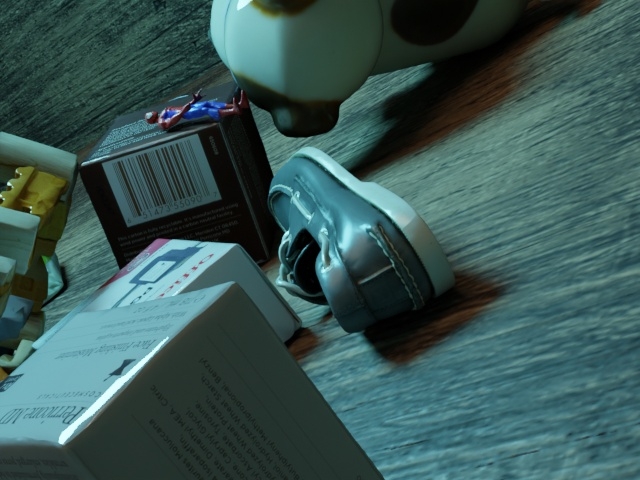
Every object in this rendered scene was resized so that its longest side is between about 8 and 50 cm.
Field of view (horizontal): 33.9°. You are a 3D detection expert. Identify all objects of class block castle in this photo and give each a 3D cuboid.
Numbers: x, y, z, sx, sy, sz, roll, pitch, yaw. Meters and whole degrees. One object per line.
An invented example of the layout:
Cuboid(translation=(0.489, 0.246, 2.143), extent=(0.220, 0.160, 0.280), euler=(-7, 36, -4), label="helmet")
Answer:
Cuboid(translation=(-0.404, 0.086, 1.003), extent=(0.453, 0.213, 0.303), euler=(-84, 11, -60), label="block castle")

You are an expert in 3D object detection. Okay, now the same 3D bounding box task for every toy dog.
Cuboid(translation=(0.050, -0.277, 1.277), extent=(0.395, 0.284, 0.408), euler=(31, 46, 33), label="toy dog")

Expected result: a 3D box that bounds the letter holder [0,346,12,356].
Cuboid(translation=(-0.548, 0.192, 1.385), extent=(0.214, 0.152, 0.302), euler=(-38, 17, -1), label="letter holder")

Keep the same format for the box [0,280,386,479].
Cuboid(translation=(-0.078, 0.133, 0.560), extent=(0.181, 0.182, 0.119), euler=(-14, 27, 51), label="box")

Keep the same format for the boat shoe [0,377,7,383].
Cuboid(translation=(-0.246, 0.215, 0.848), extent=(0.094, 0.109, 0.302), euler=(-14, 32, 17), label="boat shoe")

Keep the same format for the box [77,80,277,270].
Cuboid(translation=(-0.152, -0.064, 1.210), extent=(0.168, 0.167, 0.203), euler=(-16, 20, 9), label="box")

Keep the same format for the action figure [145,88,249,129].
Cuboid(translation=(-0.133, -0.136, 1.098), extent=(0.115, 0.030, 0.038), euler=(-10, 26, 23), label="action figure")

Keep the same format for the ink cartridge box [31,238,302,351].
Cuboid(translation=(-0.149, 0.087, 0.966), extent=(0.172, 0.100, 0.237), euler=(-42, 18, -19), label="ink cartridge box")

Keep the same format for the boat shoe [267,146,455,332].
Cuboid(translation=(0.000, 0.000, 0.892), extent=(0.099, 0.116, 0.319), euler=(-35, 21, -10), label="boat shoe")

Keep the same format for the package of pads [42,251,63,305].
Cuboid(translation=(-0.567, 0.107, 1.740), extent=(0.296, 0.101, 0.229), euler=(-37, 18, -7), label="package of pads")
